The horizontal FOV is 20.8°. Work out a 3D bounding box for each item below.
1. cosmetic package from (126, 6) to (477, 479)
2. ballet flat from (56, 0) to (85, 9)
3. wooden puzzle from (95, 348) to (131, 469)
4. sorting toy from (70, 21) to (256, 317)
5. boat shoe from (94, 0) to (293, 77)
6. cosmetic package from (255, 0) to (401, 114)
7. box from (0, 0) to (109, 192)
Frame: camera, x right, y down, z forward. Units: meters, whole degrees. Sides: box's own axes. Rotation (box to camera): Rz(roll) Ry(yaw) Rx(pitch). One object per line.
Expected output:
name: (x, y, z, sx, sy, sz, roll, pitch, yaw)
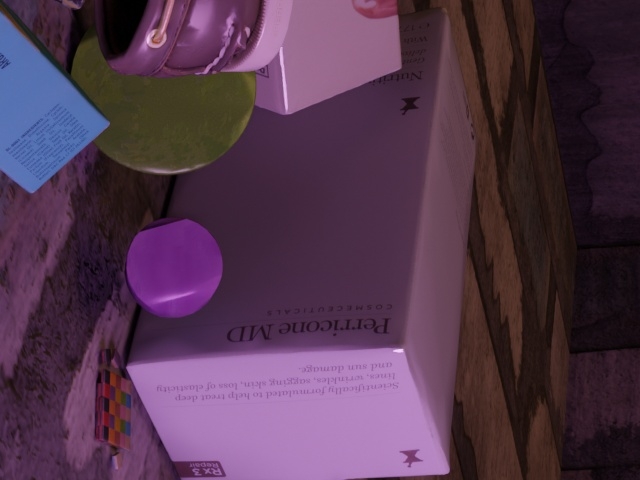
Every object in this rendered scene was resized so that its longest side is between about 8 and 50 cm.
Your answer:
cosmetic package: (0.000, 0.000, 1.382, 0.385, 0.217, 0.156, -82, 160, -46)
ballet flat: (-0.194, -0.220, 1.044, 0.070, 0.070, 0.188, -64, 142, -62)
wooden puzzle: (-0.143, 0.117, 1.208, 0.049, 0.006, 0.083, 44, 43, -67)
sorting toy: (-0.116, -0.123, 1.250, 0.126, 0.127, 0.365, 133, -47, -78)
boat shoe: (-0.076, -0.250, 0.956, 0.097, 0.117, 0.324, -11, 111, -38)
cosmetic package: (-0.038, -0.264, 1.315, 0.129, 0.153, 0.296, -24, 123, -34)
box: (-0.195, -0.115, 0.846, 0.100, 0.060, 0.244, 47, -2, 24)
